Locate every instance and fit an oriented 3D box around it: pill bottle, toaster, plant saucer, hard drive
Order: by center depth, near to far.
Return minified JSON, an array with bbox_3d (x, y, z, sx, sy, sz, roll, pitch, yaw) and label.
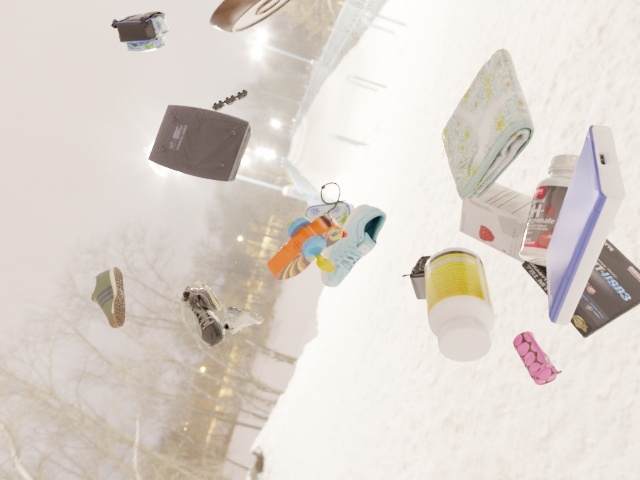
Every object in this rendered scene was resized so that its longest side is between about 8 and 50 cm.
[{"bbox_3d":[0.482,-0.022,0.951,0.318,0.040,0.210,84,-160,-44],"label":"hard drive"},{"bbox_3d":[-0.297,-0.240,1.271,0.054,0.255,0.171,29,-101,-67],"label":"hard drive"},{"bbox_3d":[-0.141,-0.620,1.300,0.311,0.050,0.310,-32,13,8],"label":"plant saucer"},{"bbox_3d":[0.711,-0.082,1.499,0.176,0.177,0.318,160,126,-82],"label":"pill bottle"},{"bbox_3d":[0.411,0.187,1.516,0.333,0.188,0.187,-79,8,-53],"label":"pill bottle"},{"bbox_3d":[0.414,0.125,1.826,0.168,0.186,0.110,-44,-59,-54],"label":"toaster"}]

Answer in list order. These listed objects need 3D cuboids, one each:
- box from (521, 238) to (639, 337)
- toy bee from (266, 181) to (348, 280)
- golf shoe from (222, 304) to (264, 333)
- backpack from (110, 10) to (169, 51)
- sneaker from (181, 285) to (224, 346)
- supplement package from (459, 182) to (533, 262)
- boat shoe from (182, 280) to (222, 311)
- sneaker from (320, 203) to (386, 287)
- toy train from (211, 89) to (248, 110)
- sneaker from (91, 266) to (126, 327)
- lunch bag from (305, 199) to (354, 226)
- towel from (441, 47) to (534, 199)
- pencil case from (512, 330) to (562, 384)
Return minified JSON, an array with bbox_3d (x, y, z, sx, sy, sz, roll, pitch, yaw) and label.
[{"bbox_3d":[0.846,0.116,1.606,0.295,0.294,0.073,57,160,27],"label":"box"},{"bbox_3d":[0.000,0.000,1.375,0.298,0.162,0.195,-30,64,30],"label":"toy bee"},{"bbox_3d":[-0.239,0.252,1.564,0.176,0.069,0.085,-3,57,52],"label":"golf shoe"},{"bbox_3d":[-0.423,-0.505,1.232,0.114,0.105,0.084,-70,-24,-54],"label":"backpack"},{"bbox_3d":[-0.399,0.237,1.659,0.228,0.086,0.132,51,174,40],"label":"sneaker"},{"bbox_3d":[0.705,-0.079,1.942,0.293,0.175,0.177,34,140,42],"label":"supplement package"},{"bbox_3d":[-0.358,0.179,1.526,0.224,0.074,0.080,17,134,61],"label":"boat shoe"},{"bbox_3d":[0.130,0.021,1.940,0.150,0.135,0.365,15,75,57],"label":"sneaker"},{"bbox_3d":[-0.353,-0.543,1.981,0.158,0.027,0.036,-30,-9,-17],"label":"toy train"},{"bbox_3d":[-0.630,0.175,1.502,0.064,0.086,0.192,64,-169,-63],"label":"sneaker"},{"bbox_3d":[0.046,-0.081,2.229,0.090,0.219,0.175,6,-102,-67],"label":"lunch bag"},{"bbox_3d":[0.505,-0.346,1.587,0.374,0.090,0.320,116,153,-56],"label":"towel"},{"bbox_3d":[0.763,0.410,1.813,0.209,0.095,0.098,-102,2,-60],"label":"pencil case"}]
